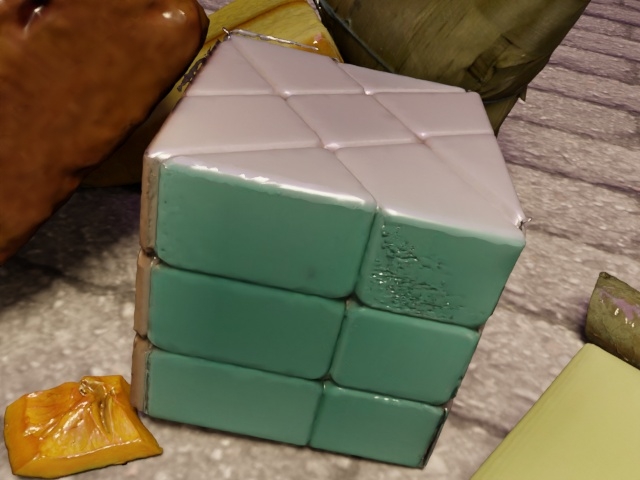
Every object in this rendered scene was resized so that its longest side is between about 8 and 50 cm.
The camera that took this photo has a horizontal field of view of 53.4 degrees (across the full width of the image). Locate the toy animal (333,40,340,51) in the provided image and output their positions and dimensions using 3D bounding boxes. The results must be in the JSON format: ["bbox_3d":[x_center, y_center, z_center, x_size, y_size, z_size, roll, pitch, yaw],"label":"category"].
[{"bbox_3d":[-0.003,-0.283,0.995,0.186,0.093,0.214,-3,-2,28],"label":"toy animal"}]

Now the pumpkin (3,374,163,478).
[{"bbox_3d":[-0.170,0.128,0.451,0.101,0.035,0.073,-7,41,-25],"label":"pumpkin"}]

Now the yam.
[{"bbox_3d":[0.300,0.090,0.574,0.070,0.069,0.146,-19,42,-33],"label":"yam"}]

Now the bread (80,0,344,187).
[{"bbox_3d":[-0.132,-0.143,0.824,0.362,0.245,0.233,-26,41,4],"label":"bread"}]

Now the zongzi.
[{"bbox_3d":[0.136,-0.304,0.736,0.174,0.393,0.356,-22,71,-22],"label":"zongzi"}]

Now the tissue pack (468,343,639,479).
[{"bbox_3d":[0.159,0.187,0.358,0.159,0.125,0.234,33,42,30],"label":"tissue pack"}]

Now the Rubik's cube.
[{"bbox_3d":[0.000,0.000,0.488,0.231,0.224,0.221,12,34,-3],"label":"Rubik's cube"}]

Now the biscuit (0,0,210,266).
[{"bbox_3d":[-0.284,-0.146,0.556,0.342,0.166,0.395,-46,37,4],"label":"biscuit"}]
